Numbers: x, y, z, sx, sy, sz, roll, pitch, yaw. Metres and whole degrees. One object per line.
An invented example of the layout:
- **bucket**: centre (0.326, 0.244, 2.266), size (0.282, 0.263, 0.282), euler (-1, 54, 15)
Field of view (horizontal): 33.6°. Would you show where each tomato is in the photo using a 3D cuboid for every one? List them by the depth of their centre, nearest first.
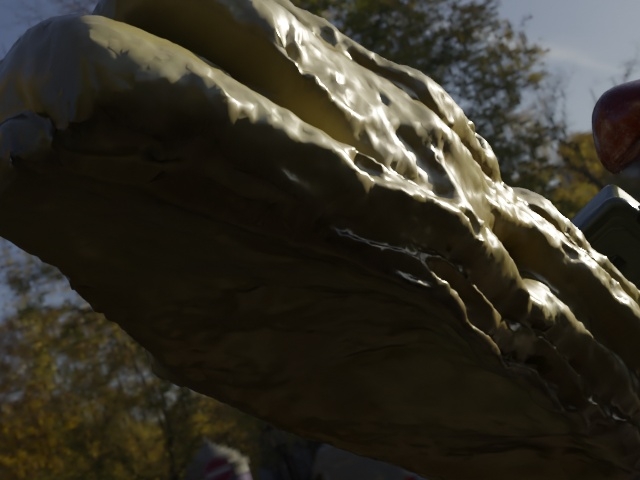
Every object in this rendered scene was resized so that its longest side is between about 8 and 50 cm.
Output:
- **tomato**: centre (0.416, -0.169, 1.399), size (0.139, 0.091, 0.159), euler (-30, -16, -32)

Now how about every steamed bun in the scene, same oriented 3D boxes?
- **steamed bun**: centre (0.000, 0.000, 0.531), size (0.247, 0.189, 0.428), euler (-23, -38, 36)

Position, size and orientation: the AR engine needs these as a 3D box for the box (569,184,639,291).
- **box**: centre (0.338, 0.019, 1.269), size (0.172, 0.124, 0.093), euler (-48, 11, 28)
